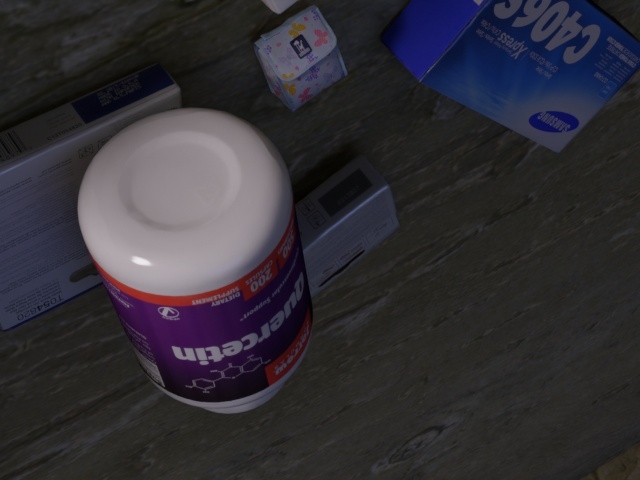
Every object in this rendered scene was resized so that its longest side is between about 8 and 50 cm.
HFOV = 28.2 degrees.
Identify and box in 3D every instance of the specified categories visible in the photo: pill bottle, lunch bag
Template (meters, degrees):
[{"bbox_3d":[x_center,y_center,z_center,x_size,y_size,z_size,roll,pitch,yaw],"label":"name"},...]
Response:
[{"bbox_3d":[-0.102,0.037,1.177,0.181,0.181,0.323,-31,150,-13],"label":"pill bottle"},{"bbox_3d":[-0.020,-0.174,1.203,0.071,0.053,0.083,-34,141,-10],"label":"lunch bag"}]

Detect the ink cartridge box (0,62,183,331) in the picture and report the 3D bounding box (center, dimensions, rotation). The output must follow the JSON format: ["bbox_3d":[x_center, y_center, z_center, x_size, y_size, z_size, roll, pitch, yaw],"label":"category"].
[{"bbox_3d":[-0.224,-0.036,1.172,0.223,0.045,0.224,-27,149,-20],"label":"ink cartridge box"}]

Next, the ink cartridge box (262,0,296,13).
[{"bbox_3d":[-0.027,-0.303,0.978,0.159,0.092,0.218,-37,152,-3],"label":"ink cartridge box"}]

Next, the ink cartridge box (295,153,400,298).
[{"bbox_3d":[0.000,0.000,1.484,0.189,0.066,0.232,-38,171,-1],"label":"ink cartridge box"}]

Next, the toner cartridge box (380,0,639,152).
[{"bbox_3d":[0.224,-0.212,1.393,0.165,0.075,0.348,-48,149,18],"label":"toner cartridge box"}]
